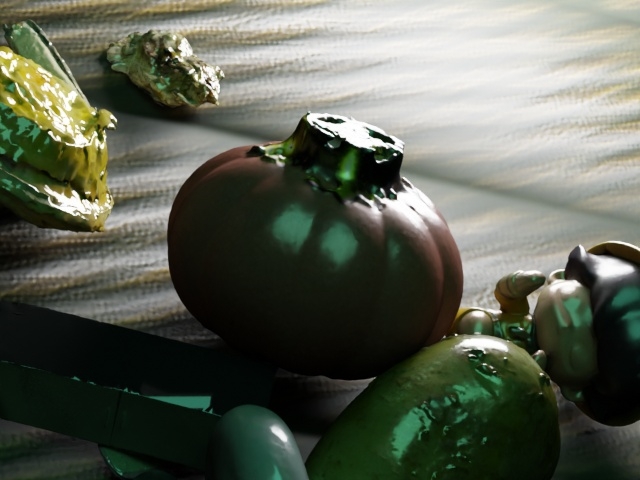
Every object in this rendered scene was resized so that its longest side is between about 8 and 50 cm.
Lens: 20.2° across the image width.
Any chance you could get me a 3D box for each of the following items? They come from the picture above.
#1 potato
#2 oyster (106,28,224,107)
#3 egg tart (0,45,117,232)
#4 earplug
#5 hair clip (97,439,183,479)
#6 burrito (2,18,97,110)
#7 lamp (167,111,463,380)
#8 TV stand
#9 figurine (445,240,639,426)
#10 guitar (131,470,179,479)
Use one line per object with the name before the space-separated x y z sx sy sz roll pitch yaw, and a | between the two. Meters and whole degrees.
potato | 0.103 0.208 1.686 0.307 0.210 0.173 -32 61 -32
oyster | -0.162 -0.194 2.048 0.108 0.053 0.166 -15 49 -46
egg tart | -0.298 -0.122 1.803 0.291 0.107 0.291 39 12 -10
earplug | -0.089 0.292 1.522 0.175 0.214 0.325 18 52 3
hair clip | -0.147 0.192 1.714 0.137 0.022 0.054 -17 57 -32
burrito | -0.294 -0.175 1.981 0.045 0.041 0.185 -27 61 -13
lamp | 0.000 0.000 1.771 0.305 0.239 0.305 16 17 -5
TV stand | -0.184 0.139 1.683 0.270 0.082 0.088 13 41 -2
figurine | 0.259 0.100 1.876 0.257 0.167 0.192 -4 92 -4
guitar | -0.213 0.271 1.611 0.233 0.025 0.088 -15 57 -32
